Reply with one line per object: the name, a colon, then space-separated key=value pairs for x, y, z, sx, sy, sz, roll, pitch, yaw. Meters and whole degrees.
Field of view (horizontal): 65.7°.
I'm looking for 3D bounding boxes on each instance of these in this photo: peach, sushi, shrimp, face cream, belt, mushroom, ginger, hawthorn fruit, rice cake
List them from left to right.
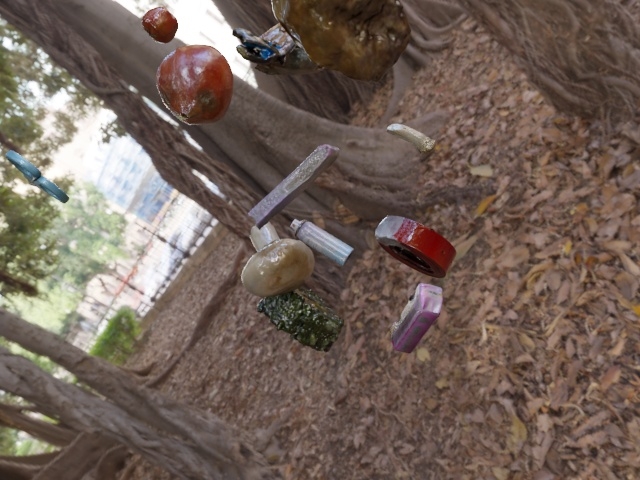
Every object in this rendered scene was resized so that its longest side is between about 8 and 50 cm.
hawthorn fruit: x=-0.576 y=-0.778 z=1.785 sx=0.128 sy=0.128 sz=0.128 roll=-50 pitch=16 yaw=20
peach: x=-0.372 y=-0.451 z=1.473 sx=0.232 sy=0.232 sz=0.256 roll=-43 pitch=27 yaw=39
mushroom: x=-0.179 y=0.058 z=1.869 sx=0.293 sy=0.290 sz=0.292 roll=-24 pitch=-20 yaw=-9
rice cake: x=-0.096 y=-0.180 z=1.650 sx=0.399 sy=0.064 sz=0.070 roll=-41 pitch=-16 yaw=20
shrimp: x=-0.062 y=-0.543 z=1.330 sx=0.446 sy=0.110 sz=0.221 roll=-36 pitch=-27 yaw=-47
sushi: x=-0.064 y=0.324 z=2.092 sx=0.178 sy=0.352 sz=0.294 roll=-54 pitch=48 yaw=3
face cream: x=0.000 y=0.000 z=1.708 sx=0.075 sy=0.229 sz=0.075 roll=-55 pitch=-11 yaw=-16
ginger: x=0.025 y=-0.450 z=0.955 sx=0.200 sy=0.269 sz=0.223 roll=-40 pitch=49 yaw=-13
mushroom: x=0.376 y=-0.428 z=2.059 sx=0.071 sy=0.209 sz=0.084 roll=-63 pitch=3 yaw=-5
belt: x=0.373 y=0.020 z=1.947 sx=0.115 sy=0.324 sz=0.227 roll=-60 pitch=5 yaw=-17

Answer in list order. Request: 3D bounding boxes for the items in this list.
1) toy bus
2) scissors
toy bus: x=0.320 y=0.264 z=1.653 sx=0.274 sy=0.090 sz=0.112 roll=109 pitch=173 yaw=-45
scissors: x=-0.869 y=-0.183 z=1.506 sx=0.029 sy=0.192 sz=0.447 roll=-54 pitch=29 yaw=-19
